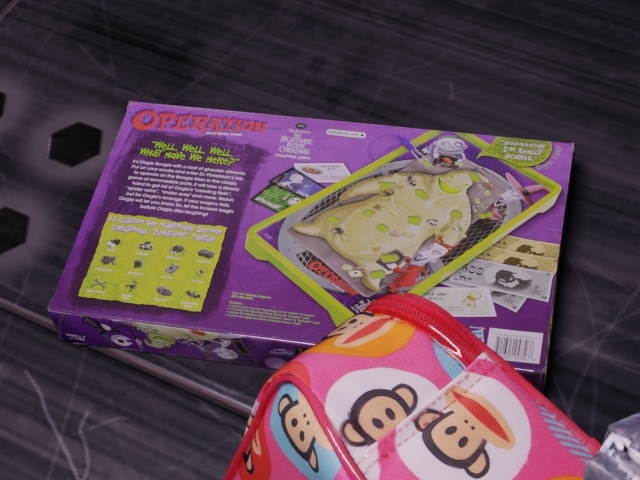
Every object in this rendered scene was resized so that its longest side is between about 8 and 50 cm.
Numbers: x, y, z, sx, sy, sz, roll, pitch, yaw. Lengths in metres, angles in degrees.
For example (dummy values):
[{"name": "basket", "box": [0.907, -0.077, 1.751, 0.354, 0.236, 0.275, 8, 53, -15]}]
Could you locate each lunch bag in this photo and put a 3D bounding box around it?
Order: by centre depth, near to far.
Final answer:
[{"name": "lunch bag", "box": [0.075, 0.195, 0.709, 0.120, 0.258, 0.293, -34, 70, -31]}]

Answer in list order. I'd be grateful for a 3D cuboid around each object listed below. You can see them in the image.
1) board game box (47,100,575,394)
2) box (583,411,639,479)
[{"name": "board game box", "box": [0.000, 0.000, 1.002, 0.347, 0.056, 0.208, 7, 57, 12]}, {"name": "box", "box": [0.394, 0.206, 0.358, 0.480, 0.297, 0.471, -18, 38, -16]}]
